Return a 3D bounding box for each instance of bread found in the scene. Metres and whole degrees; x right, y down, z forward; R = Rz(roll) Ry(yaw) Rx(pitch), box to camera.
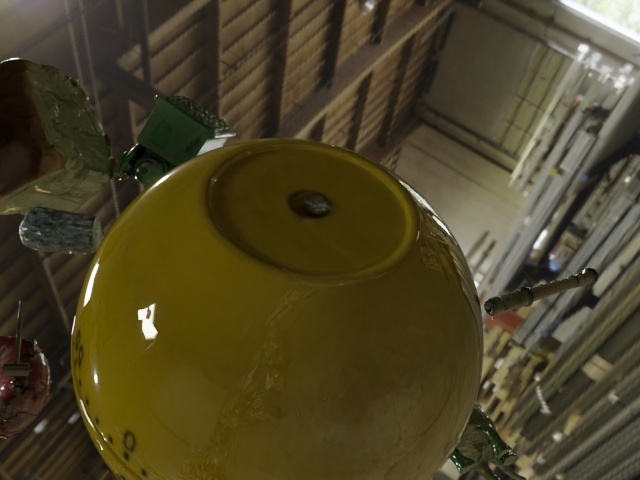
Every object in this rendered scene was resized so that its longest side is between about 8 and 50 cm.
[{"bbox_3d":[-0.580,-0.198,1.463,0.250,0.279,0.225,-28,-9,28],"label":"bread"}]

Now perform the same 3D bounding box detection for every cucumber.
[{"bbox_3d":[-0.360,-0.012,1.035,0.064,0.111,0.064,7,-90,-78],"label":"cucumber"}]

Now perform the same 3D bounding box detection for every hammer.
[{"bbox_3d":[-0.441,0.143,1.078,0.019,0.035,0.110,153,121,-61],"label":"hammer"}]

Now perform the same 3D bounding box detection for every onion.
[{"bbox_3d":[-0.535,0.254,1.290,0.184,0.184,0.147,-58,-33,6],"label":"onion"}]

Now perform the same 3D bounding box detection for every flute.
[{"bbox_3d":[0.281,0.063,0.928,0.233,0.027,0.027,-10,-44,-40],"label":"flute"}]

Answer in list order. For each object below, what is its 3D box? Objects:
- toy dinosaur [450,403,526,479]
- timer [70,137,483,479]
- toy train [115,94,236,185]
[{"bbox_3d":[0.192,0.259,1.202,0.087,0.301,0.447,-42,-43,0],"label":"toy dinosaur"},{"bbox_3d":[-0.038,0.113,0.653,0.376,0.376,0.387,-44,-22,-43],"label":"timer"},{"bbox_3d":[-0.285,-0.174,1.460,0.202,0.145,0.266,-56,3,10],"label":"toy train"}]
